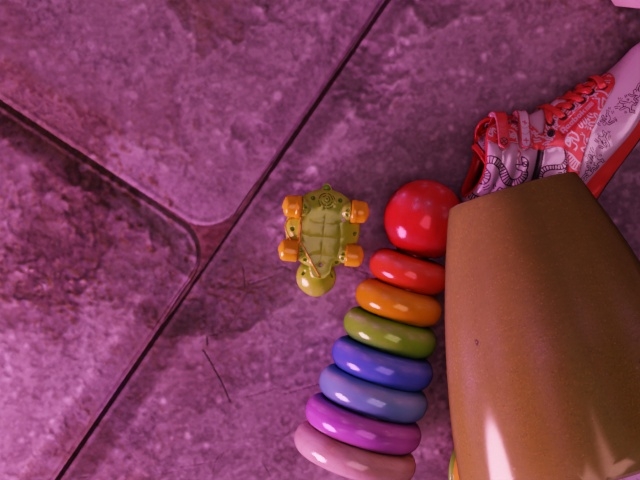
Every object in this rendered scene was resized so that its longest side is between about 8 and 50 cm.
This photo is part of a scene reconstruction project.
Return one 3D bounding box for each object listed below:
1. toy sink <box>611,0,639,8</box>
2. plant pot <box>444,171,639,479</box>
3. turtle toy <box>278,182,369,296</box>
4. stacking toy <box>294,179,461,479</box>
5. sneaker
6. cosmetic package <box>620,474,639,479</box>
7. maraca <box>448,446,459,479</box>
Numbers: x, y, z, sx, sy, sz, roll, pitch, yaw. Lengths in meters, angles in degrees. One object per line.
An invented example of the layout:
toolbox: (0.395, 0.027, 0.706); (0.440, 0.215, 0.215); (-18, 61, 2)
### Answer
toy sink: (0.323, -0.373, 1.456); (0.131, 0.153, 0.234); (-33, 101, 2)
plant pot: (0.235, 0.089, 1.432); (0.275, 0.275, 0.293); (-17, 86, -1)
turtle toy: (0.000, 0.000, 1.547); (0.095, 0.066, 0.130); (6, 101, -6)
stacking toy: (0.083, 0.095, 1.545); (0.141, 0.141, 0.330); (17, 95, -8)
sneaker: (0.261, -0.126, 1.531); (0.145, 0.090, 0.270); (28, 100, -12)
cosmetic package: (0.468, 0.277, 1.624); (0.377, 0.097, 0.284); (18, 98, -7)
maraca: (0.218, 0.240, 1.599); (0.127, 0.099, 0.185); (25, 84, -7)
